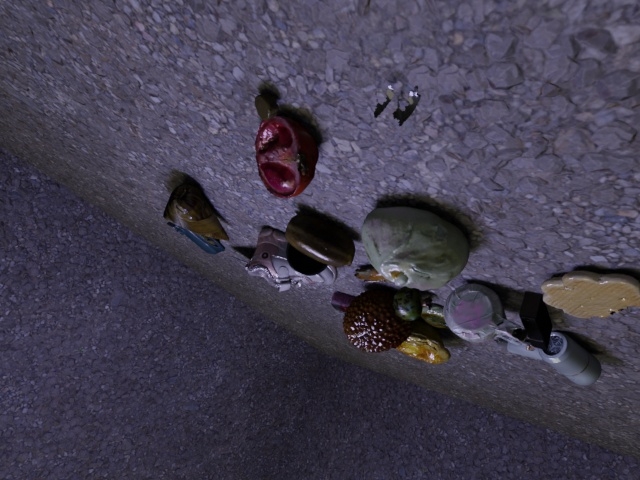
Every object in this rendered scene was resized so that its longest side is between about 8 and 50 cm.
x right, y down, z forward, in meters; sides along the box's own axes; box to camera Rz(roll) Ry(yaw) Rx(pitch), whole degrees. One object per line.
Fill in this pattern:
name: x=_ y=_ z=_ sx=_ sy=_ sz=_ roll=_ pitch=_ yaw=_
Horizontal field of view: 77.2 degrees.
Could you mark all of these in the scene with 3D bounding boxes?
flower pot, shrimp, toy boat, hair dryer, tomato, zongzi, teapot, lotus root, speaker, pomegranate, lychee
flower pot: x=-0.047 y=0.048 z=1.418 sx=0.158 sy=0.157 sz=0.107 roll=28 pitch=171 yaw=-5
shrimp: x=0.202 y=0.130 z=1.443 sx=0.115 sy=0.051 sz=0.217 roll=37 pitch=155 yaw=-30
toy boat: x=-0.535 y=-0.037 z=1.807 sx=0.114 sy=0.122 sz=0.296 roll=14 pitch=156 yaw=46
hair dryer: x=0.720 y=0.372 z=1.358 sx=0.173 sy=0.107 sz=0.357 roll=36 pitch=163 yaw=-17
tomato: x=-0.071 y=-0.198 z=0.941 sx=0.173 sy=0.099 sz=0.189 roll=23 pitch=122 yaw=42
zongzi: x=-0.459 y=-0.091 z=1.571 sx=0.288 sy=0.134 sz=0.286 roll=34 pitch=160 yaw=-17
teapot: x=0.497 y=0.226 z=1.193 sx=0.222 sy=0.163 sz=0.178 roll=-5 pitch=156 yaw=31
lotus root: x=0.000 y=0.000 z=1.269 sx=0.241 sy=0.123 sz=0.123 roll=26 pitch=169 yaw=4
speaker: x=0.619 y=0.234 z=1.149 sx=0.044 sy=0.082 sz=0.218 roll=7 pitch=152 yaw=41
pomegranate: x=0.334 y=0.224 z=1.429 sx=0.162 sy=0.122 sz=0.122 roll=-9 pitch=145 yaw=20
lychee: x=0.221 y=0.323 z=1.577 sx=0.268 sy=0.267 sz=0.267 roll=23 pitch=159 yaw=10

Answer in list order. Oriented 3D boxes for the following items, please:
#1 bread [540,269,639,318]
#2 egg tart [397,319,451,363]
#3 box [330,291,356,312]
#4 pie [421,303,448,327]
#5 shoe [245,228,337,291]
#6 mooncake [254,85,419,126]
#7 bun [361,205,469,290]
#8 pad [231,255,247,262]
bread: x=0.632 y=0.123 z=0.937 sx=0.182 sy=0.038 sz=0.251 roll=27 pitch=159 yaw=0
egg tart: x=0.417 y=0.431 z=1.775 sx=0.342 sy=0.132 sz=0.341 roll=23 pitch=160 yaw=9
box: x=0.168 y=0.311 z=1.878 sx=0.224 sy=0.069 sz=0.120 roll=11 pitch=154 yaw=32
pie: x=0.463 y=0.298 z=1.538 sx=0.187 sy=0.041 sz=0.187 roll=22 pitch=158 yaw=10
shoe: x=-0.115 y=0.111 z=1.559 sx=0.351 sy=0.198 sz=0.172 roll=25 pitch=160 yaw=7
mooncake: x=0.006 y=-0.256 z=0.760 sx=0.347 sy=0.057 sz=0.150 roll=24 pitch=144 yaw=20
bun: x=0.228 y=0.043 z=1.029 sx=0.283 sy=0.179 sz=0.283 roll=21 pitch=161 yaw=8
pad: x=-0.297 y=0.098 z=1.919 sx=0.315 sy=0.063 sz=0.375 roll=25 pitch=173 yaw=-36
